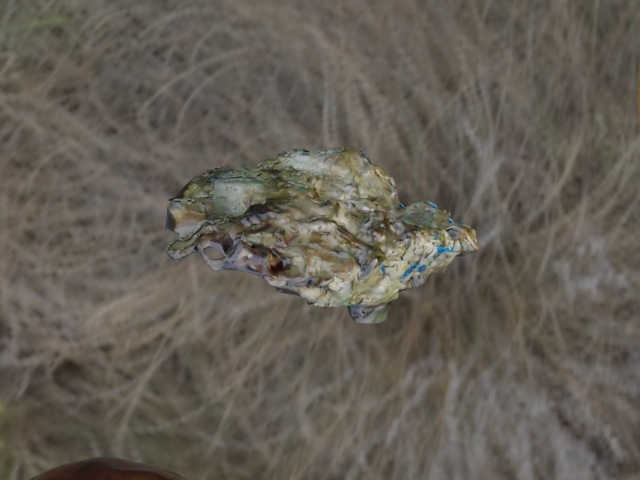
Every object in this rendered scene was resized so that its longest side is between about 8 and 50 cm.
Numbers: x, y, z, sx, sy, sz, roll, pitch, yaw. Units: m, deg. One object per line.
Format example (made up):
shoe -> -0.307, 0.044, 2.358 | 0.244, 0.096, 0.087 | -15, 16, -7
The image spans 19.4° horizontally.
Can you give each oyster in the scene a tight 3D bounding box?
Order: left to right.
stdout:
oyster -> 0.001, -0.008, 1.572 | 0.260, 0.198, 0.092 | 19, 122, -5

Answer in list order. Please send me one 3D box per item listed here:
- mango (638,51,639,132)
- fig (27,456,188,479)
mango -> 0.357, -0.041, 1.617 | 0.144, 0.187, 0.359 | -13, 124, 21
fig -> -0.144, 0.269, 1.282 | 0.235, 0.214, 0.235 | 0, 90, 11
